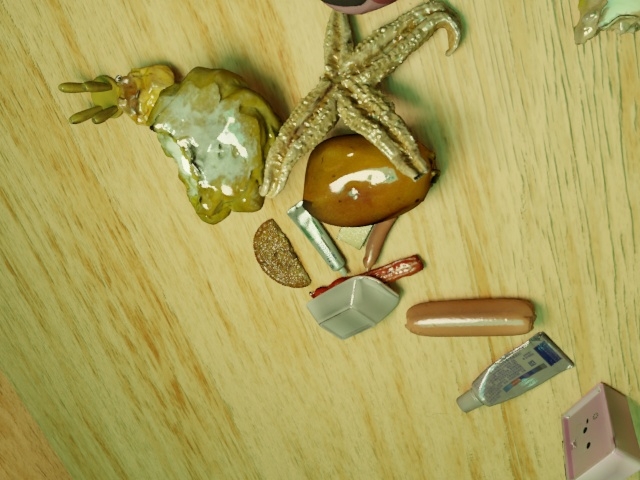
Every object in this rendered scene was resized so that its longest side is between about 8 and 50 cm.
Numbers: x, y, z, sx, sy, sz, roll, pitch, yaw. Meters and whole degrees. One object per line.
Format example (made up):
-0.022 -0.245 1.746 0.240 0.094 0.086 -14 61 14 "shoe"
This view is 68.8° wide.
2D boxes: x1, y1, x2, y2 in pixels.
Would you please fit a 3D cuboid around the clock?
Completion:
0.595 0.426 1.004 0.063 0.197 0.150 30 123 7 "clock"

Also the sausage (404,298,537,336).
0.334 0.177 1.065 0.289 0.086 0.086 -5 113 27 "sausage"

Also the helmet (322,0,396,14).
0.098 -0.483 0.800 0.254 0.154 0.198 -5 72 16 "helmet"

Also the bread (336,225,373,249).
0.094 -0.051 1.094 0.068 0.028 0.153 28 122 10 "bread"

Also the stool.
-0.583 -0.359 1.201 0.135 0.110 0.134 44 124 -3 "stool"

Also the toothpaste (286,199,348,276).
0.000 0.000 1.160 0.064 0.041 0.218 -34 95 22 "toothpaste"

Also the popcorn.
-0.410 -0.345 1.118 0.167 0.152 0.148 -18 87 21 "popcorn"

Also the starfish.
0.079 -0.249 0.881 0.324 0.082 0.431 18 85 19 "starfish"

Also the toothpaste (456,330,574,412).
0.444 0.327 1.113 0.099 0.068 0.282 31 119 -29 "toothpaste"

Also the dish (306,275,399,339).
0.085 0.174 1.156 0.154 0.064 0.234 36 129 -25 "dish"

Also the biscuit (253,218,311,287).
-0.117 0.049 1.244 0.126 0.025 0.206 -23 103 32 "biscuit"

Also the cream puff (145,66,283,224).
-0.216 -0.219 1.053 0.275 0.270 0.323 -23 107 -3 "cream puff"

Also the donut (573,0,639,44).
0.585 -0.324 0.654 0.371 0.150 0.307 40 124 1 "donut"

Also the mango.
0.099 -0.126 0.971 0.287 0.152 0.201 -12 121 22 "mango"

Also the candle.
0.101 0.102 1.159 0.329 0.048 0.051 -23 120 31 "candle"

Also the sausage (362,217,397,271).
0.138 -0.009 1.084 0.047 0.041 0.176 55 135 42 "sausage"
